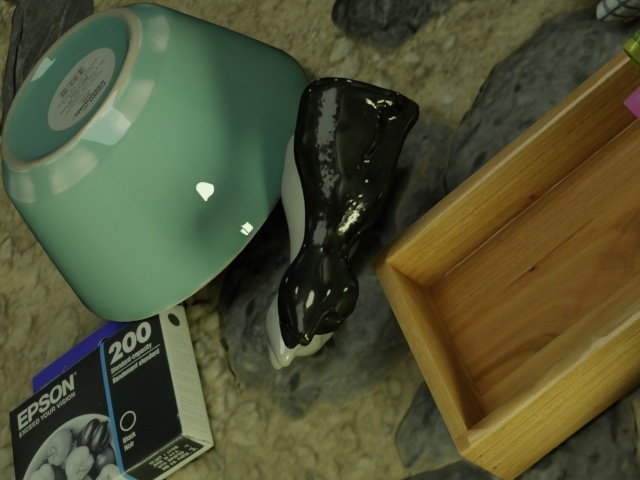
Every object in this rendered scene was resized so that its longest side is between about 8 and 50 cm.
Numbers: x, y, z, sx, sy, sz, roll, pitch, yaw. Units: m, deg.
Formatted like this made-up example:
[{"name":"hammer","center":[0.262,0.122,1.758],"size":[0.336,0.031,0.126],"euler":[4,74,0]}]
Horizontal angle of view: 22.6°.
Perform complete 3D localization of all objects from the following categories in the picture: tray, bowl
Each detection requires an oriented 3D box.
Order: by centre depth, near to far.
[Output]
[{"name":"tray","center":[0.239,-0.029,1.162],"size":[0.411,0.076,0.203],"euler":[-40,45,17]},{"name":"bowl","center":[-0.178,-0.097,1.487],"size":[0.311,0.163,0.311],"euler":[-30,40,29]}]

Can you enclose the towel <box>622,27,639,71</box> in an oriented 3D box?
[{"name":"towel","center":[0.304,-0.195,1.077],"size":[0.237,0.102,0.021],"euler":[-45,66,12]}]

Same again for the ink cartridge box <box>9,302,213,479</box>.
[{"name":"ink cartridge box","center":[-0.201,0.151,1.479],"size":[0.206,0.045,0.208],"euler":[-36,45,21]}]

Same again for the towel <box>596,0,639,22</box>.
[{"name":"towel","center":[0.262,-0.336,1.232],"size":[0.235,0.121,0.284],"euler":[147,139,-64]}]

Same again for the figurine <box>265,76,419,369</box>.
[{"name":"figurine","center":[0.000,0.000,1.301],"size":[0.215,0.092,0.209],"euler":[117,168,-76]}]

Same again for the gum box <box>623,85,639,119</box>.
[{"name":"gum box","center":[0.300,-0.109,1.052],"size":[0.188,0.062,0.107],"euler":[-46,43,12]}]
